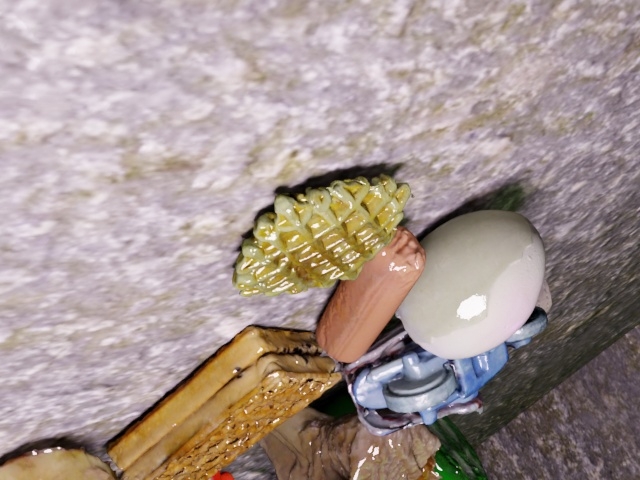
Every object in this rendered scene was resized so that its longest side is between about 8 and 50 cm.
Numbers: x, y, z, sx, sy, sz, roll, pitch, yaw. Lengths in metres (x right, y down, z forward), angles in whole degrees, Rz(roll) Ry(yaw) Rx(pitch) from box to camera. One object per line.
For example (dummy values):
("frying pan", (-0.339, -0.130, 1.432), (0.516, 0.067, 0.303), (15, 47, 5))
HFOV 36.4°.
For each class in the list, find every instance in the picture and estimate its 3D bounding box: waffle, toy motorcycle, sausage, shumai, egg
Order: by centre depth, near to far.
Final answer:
("waffle", (0.000, 0.000, 1.112), (0.214, 0.054, 0.208), (-10, 153, -33))
("sausage", (0.063, 0.078, 1.316), (0.086, 0.086, 0.289), (-19, 154, -30))
("egg", (0.213, 0.053, 1.336), (0.217, 0.183, 0.183), (-47, 154, 27))
("waffle", (-0.136, 0.249, 1.407), (0.308, 0.091, 0.213), (-39, 157, 17))
("toy motorcycle", (0.175, 0.157, 1.511), (0.319, 0.241, 0.182), (-27, 133, -31))
("shumai", (0.043, 0.381, 1.661), (0.217, 0.283, 0.346), (-15, 124, -26))

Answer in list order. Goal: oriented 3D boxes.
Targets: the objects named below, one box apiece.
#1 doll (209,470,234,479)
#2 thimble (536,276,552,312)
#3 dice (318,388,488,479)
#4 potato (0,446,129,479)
("doll", (-0.245, 0.405, 1.550), (0.245, 0.142, 0.076), (-18, -168, -35))
("thimble", (0.327, 0.090, 1.653), (0.090, 0.115, 0.102), (-24, 154, -22))
("dice", (0.126, 0.449, 1.870), (0.300, 0.297, 0.287), (-47, 156, 12))
("potato", (-0.364, 0.450, 1.240), (0.301, 0.237, 0.289), (-16, 141, -13))
